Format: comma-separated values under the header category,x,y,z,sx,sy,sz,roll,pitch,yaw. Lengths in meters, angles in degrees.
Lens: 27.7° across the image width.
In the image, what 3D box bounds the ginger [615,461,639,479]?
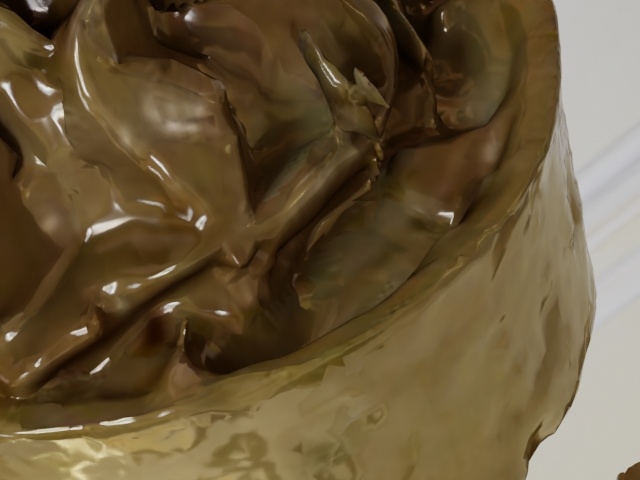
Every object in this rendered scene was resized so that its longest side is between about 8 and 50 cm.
category,x,y,z,sx,sy,sz,roll,pitch,yaw
ginger,0.252,0.287,0.903,0.123,0.270,0.219,14,147,-13

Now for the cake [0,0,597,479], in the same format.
category,x,y,z,sx,sy,sz,roll,pitch,yaw
cake,-0.069,-0.063,0.485,0.332,0.332,0.321,-29,131,-10
